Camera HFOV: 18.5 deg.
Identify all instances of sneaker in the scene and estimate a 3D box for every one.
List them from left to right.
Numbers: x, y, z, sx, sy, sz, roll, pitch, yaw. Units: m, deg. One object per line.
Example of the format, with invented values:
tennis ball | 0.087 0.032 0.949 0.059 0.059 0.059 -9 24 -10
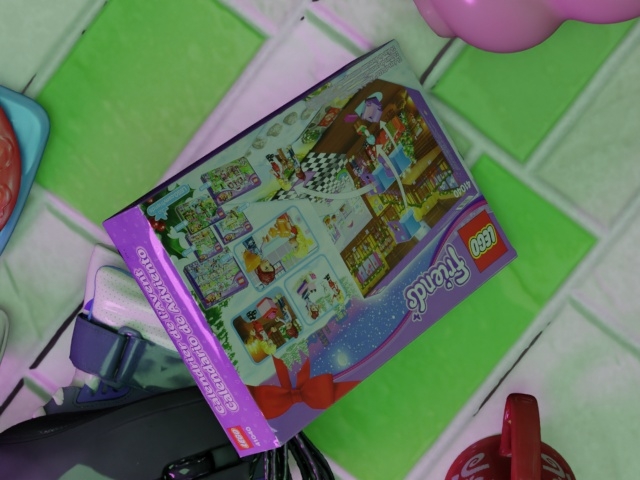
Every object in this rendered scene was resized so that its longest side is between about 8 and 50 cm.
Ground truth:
sneaker | -0.191 0.124 1.570 0.323 0.130 0.236 -10 91 7

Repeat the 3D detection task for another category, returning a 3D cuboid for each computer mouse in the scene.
computer mouse | -0.138 0.169 1.471 0.272 0.072 0.188 -19 97 1

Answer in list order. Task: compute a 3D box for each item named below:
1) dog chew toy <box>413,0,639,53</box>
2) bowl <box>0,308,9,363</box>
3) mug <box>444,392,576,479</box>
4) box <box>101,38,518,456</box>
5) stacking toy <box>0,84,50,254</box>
dog chew toy | 0.216 -0.256 1.458 0.332 0.206 0.206 -32 97 15
bowl | -0.326 0.101 1.564 0.142 0.142 0.053 13 132 1
mug | 0.146 0.212 1.543 0.113 0.169 0.150 -24 98 6
box | 0.000 0.000 1.477 0.293 0.057 0.201 -35 98 -38
stacking toy | -0.319 -0.041 1.447 0.175 0.302 0.165 24 99 -3
